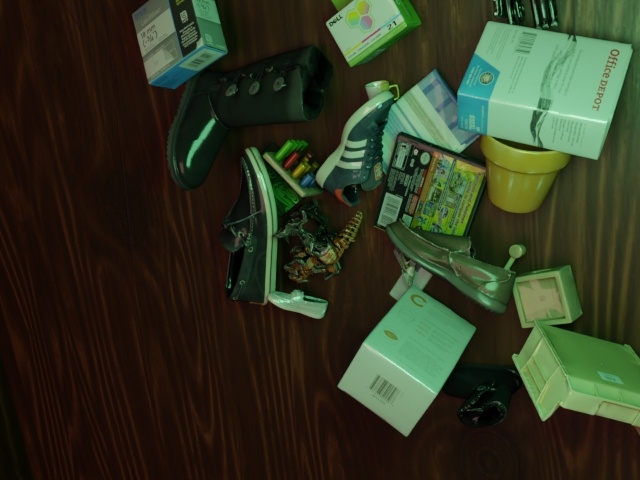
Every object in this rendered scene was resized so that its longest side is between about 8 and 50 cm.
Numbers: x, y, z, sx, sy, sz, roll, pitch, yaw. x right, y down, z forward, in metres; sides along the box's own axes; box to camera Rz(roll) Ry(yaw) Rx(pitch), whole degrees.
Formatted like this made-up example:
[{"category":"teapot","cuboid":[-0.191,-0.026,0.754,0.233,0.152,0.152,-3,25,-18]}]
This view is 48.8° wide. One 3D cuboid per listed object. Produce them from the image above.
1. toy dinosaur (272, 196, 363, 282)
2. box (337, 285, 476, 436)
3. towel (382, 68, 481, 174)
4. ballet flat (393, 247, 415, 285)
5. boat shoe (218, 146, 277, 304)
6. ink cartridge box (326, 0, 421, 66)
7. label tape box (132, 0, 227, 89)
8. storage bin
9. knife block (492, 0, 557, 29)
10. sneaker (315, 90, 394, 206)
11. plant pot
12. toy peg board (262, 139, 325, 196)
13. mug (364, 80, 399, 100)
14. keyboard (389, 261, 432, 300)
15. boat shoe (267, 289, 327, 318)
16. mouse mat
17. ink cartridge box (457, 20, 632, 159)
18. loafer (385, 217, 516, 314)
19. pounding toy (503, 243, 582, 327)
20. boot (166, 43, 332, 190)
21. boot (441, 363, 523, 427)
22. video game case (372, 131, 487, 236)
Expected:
[{"category":"toy dinosaur","cuboid":[0.000,0.000,2.023,0.322,0.164,0.218,-40,99,17]},{"category":"box","cuboid":[0.230,0.299,1.828,0.215,0.345,0.168,34,123,12]},{"category":"towel","cuboid":[0.251,-0.270,1.806,0.285,0.034,0.209,-39,85,35]},{"category":"ballet flat","cuboid":[0.235,0.068,1.927,0.041,0.041,0.114,-28,77,36]},{"category":"boat shoe","cuboid":[-0.218,-0.028,2.078,0.187,0.156,0.500,-123,32,-59]},{"category":"ink cartridge box","cuboid":[0.099,-0.591,1.745,0.189,0.097,0.255,-29,92,36]},{"category":"label tape box","cuboid":[-0.410,-0.631,1.983,0.240,0.106,0.334,-23,77,35]},{"category":"storage bin","cuboid":[0.613,0.325,1.605,0.262,0.260,0.123,16,115,-9]},{"category":"knife block","cuboid":[0.456,-0.603,1.524,0.242,0.088,0.276,38,123,14]},{"category":"sneaker","cuboid":[0.122,-0.223,1.807,0.148,0.131,0.350,47,139,12]},{"category":"plant pot","cuboid":[0.464,-0.174,1.623,0.205,0.205,0.188,21,132,24]},{"category":"toy peg board","cuboid":[-0.051,-0.207,1.949,0.160,0.161,0.079,46,110,9]},{"category":"mug","cuboid":[0.156,-0.372,1.814,0.078,0.062,0.064,6,119,37]},{"category":"keyboard","cuboid":[0.275,0.078,1.935,0.072,0.014,0.256,41,124,19]},{"category":"boat shoe","cuboid":[-0.066,0.180,2.115,0.184,0.066,0.063,21,107,-8]},{"category":"mouse mat","cuboid":[-0.131,-0.177,2.096,0.152,0.007,0.190,-37,87,36]},{"category":"ink cartridge box","cuboid":[0.472,-0.323,1.503,0.307,0.223,0.129,17,153,20]},{"category":"loafer","cuboid":[0.330,0.041,1.765,0.366,0.134,0.130,34,94,19]},{"category":"pounding toy","cuboid":[0.524,0.103,1.744,0.181,0.094,0.206,-14,90,40]},{"category":"boot","cuboid":[-0.196,-0.324,1.929,0.445,0.146,0.367,0,78,30]},{"category":"boot","cuboid":[0.396,0.408,1.859,0.246,0.207,0.094,-12,101,35]},{"category":"video game case","cuboid":[0.280,-0.110,1.811,0.248,0.035,0.275,24,122,18]}]
